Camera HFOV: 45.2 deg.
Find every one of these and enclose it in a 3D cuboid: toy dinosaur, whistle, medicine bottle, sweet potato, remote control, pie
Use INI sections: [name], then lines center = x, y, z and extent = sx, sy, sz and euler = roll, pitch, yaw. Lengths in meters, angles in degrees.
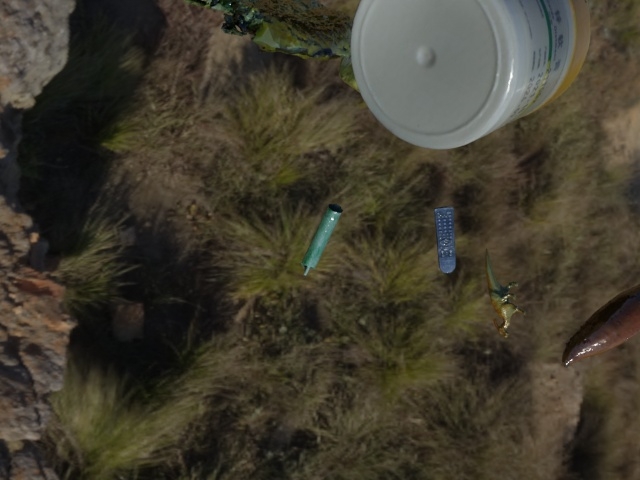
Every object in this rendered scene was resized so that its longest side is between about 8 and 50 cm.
[toy dinosaur]
center = 0.228, 0.064, 0.960
extent = 0.026, 0.041, 0.113
euler = -9, 89, -50
[whistle]
center = 0.000, 0.000, 1.783
extent = 0.039, 0.039, 0.186
euler = -7, 132, -44
[medicine bottle]
center = 0.196, -0.257, 0.996
extent = 0.232, 0.238, 0.238
euler = -30, 106, -45
[sweet potato]
center = 0.416, 0.079, 0.992
extent = 0.264, 0.057, 0.057
euler = -37, 116, -1
[remote control]
center = 0.280, -0.001, 1.729
extent = 0.027, 0.043, 0.153
euler = -62, 148, -70
[pie]
center = -0.085, -0.412, 1.399
extent = 0.296, 0.371, 0.078
euler = -2, 124, -32

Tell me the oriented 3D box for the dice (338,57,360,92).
[dice]
center = 0.159, -0.406, 1.805
extent = 0.166, 0.169, 0.169
euler = 27, 104, -31
